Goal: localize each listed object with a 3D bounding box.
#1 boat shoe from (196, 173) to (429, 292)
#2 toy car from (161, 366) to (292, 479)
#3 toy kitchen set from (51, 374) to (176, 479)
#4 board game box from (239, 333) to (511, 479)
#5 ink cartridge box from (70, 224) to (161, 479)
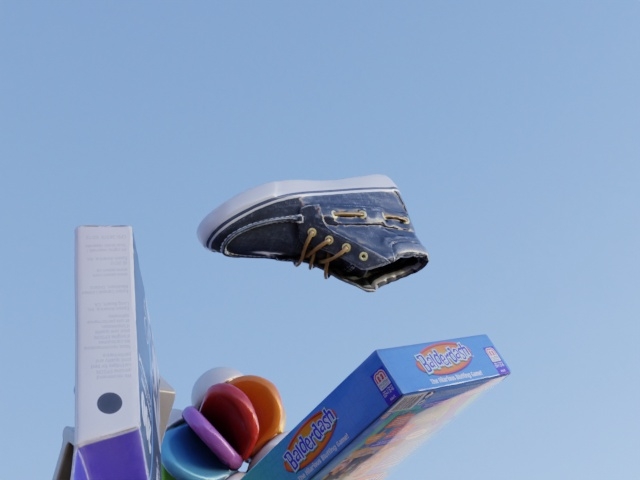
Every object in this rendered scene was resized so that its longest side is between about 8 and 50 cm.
[{"bbox_3d":[0.000,0.000,0.869,0.183,0.083,0.065,-11,-31,-31],"label":"boat shoe"},{"bbox_3d":[-0.118,0.230,1.315,0.182,0.159,0.136,-39,-21,-20],"label":"toy car"},{"bbox_3d":[-0.240,0.189,0.925,0.166,0.207,0.122,13,6,-30],"label":"toy kitchen set"},{"bbox_3d":[0.046,0.166,0.991,0.160,0.047,0.210,-1,-39,-49],"label":"board game box"},{"bbox_3d":[-0.131,0.132,0.742,0.045,0.208,0.206,-3,-37,-5],"label":"ink cartridge box"}]
